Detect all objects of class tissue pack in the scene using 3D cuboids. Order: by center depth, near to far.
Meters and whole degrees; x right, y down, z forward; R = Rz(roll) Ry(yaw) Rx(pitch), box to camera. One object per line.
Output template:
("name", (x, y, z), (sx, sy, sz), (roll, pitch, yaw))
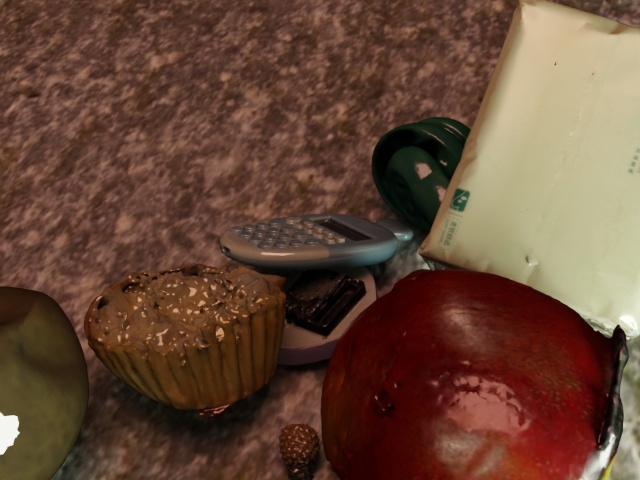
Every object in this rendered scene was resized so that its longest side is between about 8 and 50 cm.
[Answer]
("tissue pack", (0.328, -0.092, 1.632), (0.297, 0.207, 0.381), (19, 85, 12))

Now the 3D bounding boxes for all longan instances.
("longan", (-0.433, 0.205, 1.594), (0.288, 0.288, 0.350), (3, 33, 10))

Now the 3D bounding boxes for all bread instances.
("bread", (-0.175, 0.122, 1.690), (0.274, 0.149, 0.274), (-7, 18, 2))

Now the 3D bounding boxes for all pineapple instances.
("pineapple", (-0.028, 0.295, 1.606), (0.058, 0.058, 0.124), (-2, 53, 5))

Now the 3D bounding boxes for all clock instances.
("clock", (0.003, 0.092, 1.770), (0.172, 0.064, 0.198), (16, 50, 38))

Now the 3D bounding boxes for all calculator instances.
("calculator", (0.000, 0.000, 1.830), (0.302, 0.042, 0.188), (-4, 15, -30))

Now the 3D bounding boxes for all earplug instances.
("earplug", (0.190, -0.078, 1.873), (0.257, 0.164, 0.280), (20, 40, 16))

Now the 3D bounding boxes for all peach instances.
("peach", (0.184, 0.227, 1.429), (0.353, 0.339, 0.416), (-7, 25, -34))

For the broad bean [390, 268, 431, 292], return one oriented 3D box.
("broad bean", (0.136, 0.106, 1.746), (0.114, 0.084, 0.165), (-18, 39, 10))
